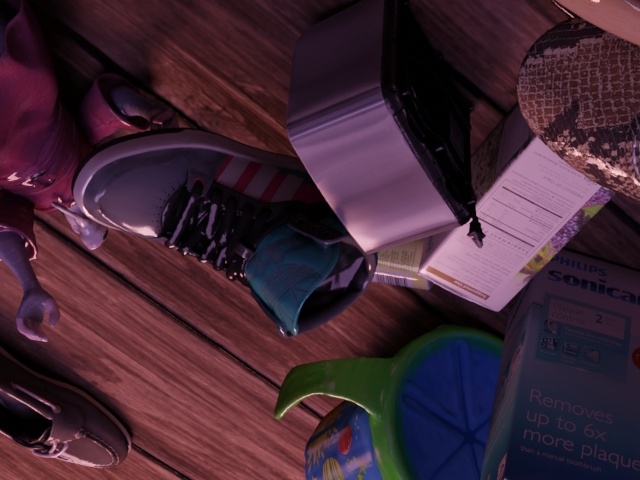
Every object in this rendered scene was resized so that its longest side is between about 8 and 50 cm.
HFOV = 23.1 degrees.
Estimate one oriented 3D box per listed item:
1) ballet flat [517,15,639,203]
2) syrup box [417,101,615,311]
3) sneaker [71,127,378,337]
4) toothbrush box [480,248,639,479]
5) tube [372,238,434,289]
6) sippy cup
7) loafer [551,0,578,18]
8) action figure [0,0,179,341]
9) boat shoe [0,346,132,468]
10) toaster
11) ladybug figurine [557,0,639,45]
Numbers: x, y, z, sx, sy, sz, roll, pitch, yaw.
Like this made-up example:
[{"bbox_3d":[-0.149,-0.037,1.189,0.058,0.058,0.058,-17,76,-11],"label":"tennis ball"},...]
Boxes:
[{"bbox_3d":[0.394,-0.051,1.258,0.483,0.182,0.164,21,106,-18],"label":"ballet flat"},{"bbox_3d":[0.188,-0.045,1.439,0.096,0.093,0.237,26,137,-11],"label":"syrup box"},{"bbox_3d":[-0.066,0.003,1.400,0.295,0.178,0.124,7,122,-32],"label":"sneaker"},{"bbox_3d":[0.278,0.172,1.492,0.216,0.295,0.126,17,137,0],"label":"toothbrush box"},{"bbox_3d":[0.000,0.000,1.579,0.240,0.070,0.062,8,175,14],"label":"tube"},{"bbox_3d":[0.104,0.232,1.681,0.224,0.240,0.305,-31,89,51],"label":"sippy cup"},{"bbox_3d":[0.182,-0.249,1.246,0.220,0.080,0.078,28,133,-26],"label":"loafer"},{"bbox_3d":[-0.296,-0.092,1.471,0.276,0.248,0.370,38,173,25],"label":"action figure"},{"bbox_3d":[-0.373,0.196,1.868,0.335,0.095,0.112,40,133,-24],"label":"boat shoe"},{"bbox_3d":[0.059,-0.095,1.359,0.110,0.185,0.168,-21,128,21],"label":"toaster"},{"bbox_3d":[0.333,-0.266,1.109,0.449,0.162,0.305,15,137,2],"label":"ladybug figurine"}]
